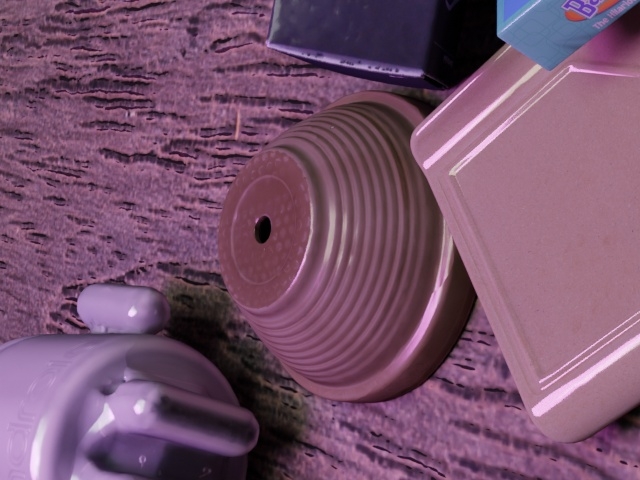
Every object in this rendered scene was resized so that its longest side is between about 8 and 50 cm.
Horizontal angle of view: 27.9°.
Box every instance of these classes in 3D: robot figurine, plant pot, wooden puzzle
[{"bbox_3d":[-0.200,0.178,1.094,0.353,0.200,0.300,-7,63,52],"label":"robot figurine"},{"bbox_3d":[0.000,0.000,0.947,0.237,0.110,0.237,-14,73,51],"label":"plant pot"},{"bbox_3d":[0.175,-0.031,0.773,0.221,0.044,0.238,-43,56,31],"label":"wooden puzzle"}]

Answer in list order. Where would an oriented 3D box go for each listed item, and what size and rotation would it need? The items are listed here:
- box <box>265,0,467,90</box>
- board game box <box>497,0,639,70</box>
[{"bbox_3d":[0.048,-0.212,0.865,0.108,0.153,0.207,12,94,10],"label":"box"},{"bbox_3d":[0.174,-0.225,0.762,0.160,0.047,0.210,-38,35,41],"label":"board game box"}]
